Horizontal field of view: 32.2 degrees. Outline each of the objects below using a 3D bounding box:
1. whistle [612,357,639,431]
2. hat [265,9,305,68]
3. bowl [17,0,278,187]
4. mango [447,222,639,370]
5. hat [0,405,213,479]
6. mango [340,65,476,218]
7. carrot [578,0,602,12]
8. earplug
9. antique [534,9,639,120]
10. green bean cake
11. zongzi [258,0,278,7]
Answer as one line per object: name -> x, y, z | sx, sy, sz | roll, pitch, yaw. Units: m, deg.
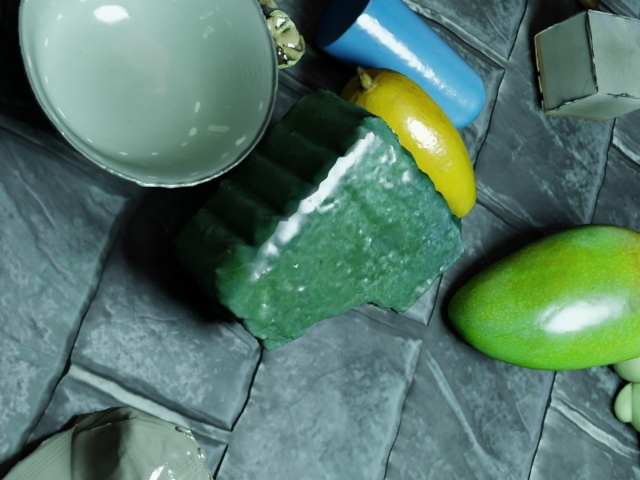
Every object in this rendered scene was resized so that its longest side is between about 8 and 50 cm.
whistle -> 0.546, 0.247, 1.806 | 0.141, 0.141, 0.294 | -19, 108, -34
hat -> -0.066, -0.278, 1.559 | 0.077, 0.059, 0.076 | 52, 42, -18
bowl -> -0.233, -0.215, 1.379 | 0.337, 0.157, 0.337 | 7, 77, -31
mango -> 0.376, 0.087, 1.675 | 0.382, 0.201, 0.225 | -8, 62, -14
hat -> -0.240, 0.316, 1.261 | 0.214, 0.149, 0.245 | 59, 32, -8
mango -> 0.130, -0.136, 1.584 | 0.119, 0.176, 0.317 | -50, 124, -13
carrot -> 0.434, -0.458, 1.926 | 0.254, 0.049, 0.049 | 47, 59, -20
earplug -> 0.135, -0.263, 1.646 | 0.273, 0.132, 0.132 | 34, 63, -26
antique -> 0.447, -0.282, 1.828 | 0.152, 0.148, 0.146 | 2, 79, -32
green bean cake -> 0.000, 0.000, 1.443 | 0.308, 0.169, 0.300 | -47, 135, -7
zongzi -> -0.098, -0.371, 1.574 | 0.083, 0.040, 0.076 | -3, 74, -44
